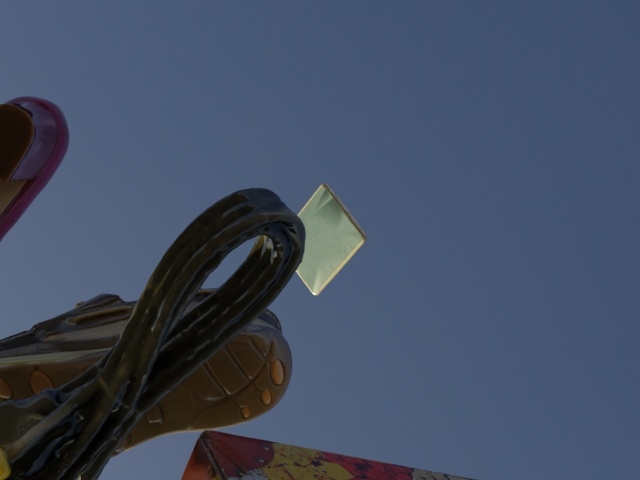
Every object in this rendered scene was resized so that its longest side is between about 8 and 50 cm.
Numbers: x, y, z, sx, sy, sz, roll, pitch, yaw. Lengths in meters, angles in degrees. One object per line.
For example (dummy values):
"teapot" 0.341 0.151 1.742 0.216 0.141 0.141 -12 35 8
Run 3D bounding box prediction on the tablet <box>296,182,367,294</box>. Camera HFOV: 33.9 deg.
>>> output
"tablet" 0.000 0.000 0.790 0.054 0.006 0.083 53 -44 13

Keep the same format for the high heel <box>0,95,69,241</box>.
"high heel" -0.414 -0.001 1.185 0.127 0.181 0.377 43 -86 -4

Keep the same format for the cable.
"cable" -0.109 0.099 0.504 0.287 0.139 0.072 -34 -133 -3

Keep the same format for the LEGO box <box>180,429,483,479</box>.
"LEGO box" 0.008 0.442 0.848 0.372 0.193 0.500 17 -78 -27

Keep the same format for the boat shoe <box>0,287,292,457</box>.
"boat shoe" -0.206 0.126 1.003 0.355 0.130 0.132 -7 -61 -4
